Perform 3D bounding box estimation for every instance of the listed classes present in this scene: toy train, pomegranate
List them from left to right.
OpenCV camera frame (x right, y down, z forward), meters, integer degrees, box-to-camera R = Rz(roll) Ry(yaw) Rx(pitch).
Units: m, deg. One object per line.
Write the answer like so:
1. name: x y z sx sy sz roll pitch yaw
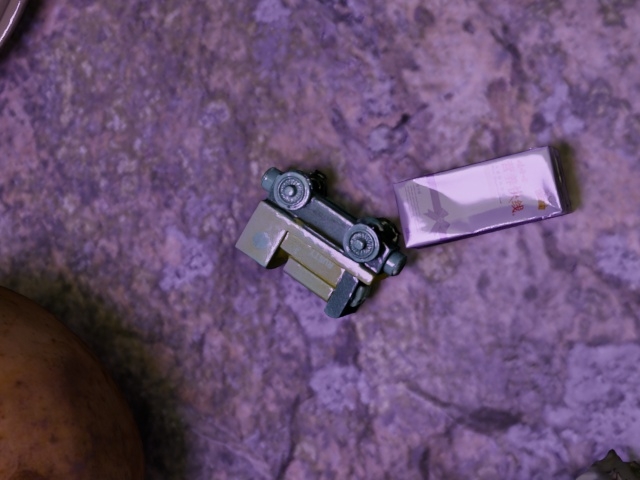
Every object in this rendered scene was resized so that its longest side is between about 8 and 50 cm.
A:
1. pomegranate: -0.261 0.159 1.335 0.281 0.281 0.281 0 90 19
2. toy train: 0.000 0.000 1.352 0.122 0.050 0.081 36 106 15

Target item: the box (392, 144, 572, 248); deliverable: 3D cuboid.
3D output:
1. box: 0.112 -0.029 1.318 0.117 0.036 0.050 -15 86 19

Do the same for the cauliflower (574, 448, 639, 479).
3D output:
1. cauliflower: 0.095 0.269 1.208 0.327 0.260 0.281 36 107 -6

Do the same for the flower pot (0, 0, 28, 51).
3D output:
1. flower pot: -0.373 -0.244 1.367 0.244 0.307 0.307 42 103 33
